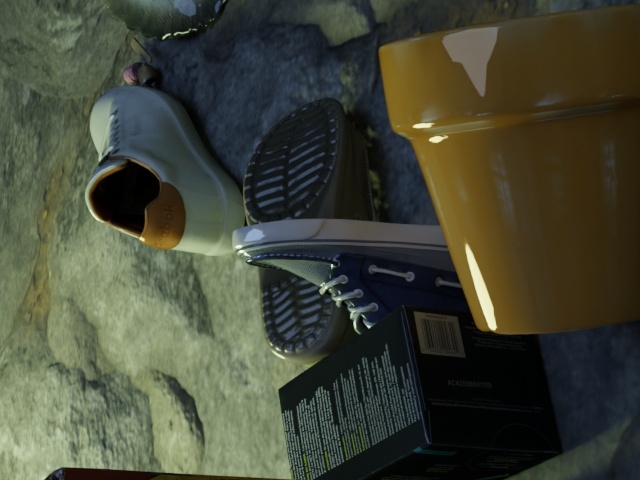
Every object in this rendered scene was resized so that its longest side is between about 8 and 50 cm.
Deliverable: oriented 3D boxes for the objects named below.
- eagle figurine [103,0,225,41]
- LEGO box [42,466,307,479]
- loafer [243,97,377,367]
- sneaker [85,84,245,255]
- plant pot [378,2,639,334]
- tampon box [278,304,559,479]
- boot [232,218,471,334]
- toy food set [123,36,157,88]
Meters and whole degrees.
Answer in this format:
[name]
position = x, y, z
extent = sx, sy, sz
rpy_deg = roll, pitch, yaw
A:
[eagle figurine]
position = -0.136, -0.355, 1.505
extent = 0.226, 0.225, 0.298
rpy_deg = -45, -6, -14
[LEGO box]
position = -0.119, 0.348, 1.112
extent = 0.500, 0.372, 0.193
rpy_deg = -41, 51, 44
[loafer]
position = 0.000, 0.000, 1.266
extent = 0.102, 0.092, 0.268
rpy_deg = -21, 47, 26
[sneaker]
position = -0.186, -0.080, 1.519
extent = 0.290, 0.123, 0.106
rpy_deg = 42, 124, 50
[plant pot]
position = 0.149, -0.043, 0.981
extent = 0.205, 0.205, 0.188
rpy_deg = -2, 97, 56
[tampon box]
position = 0.066, 0.127, 1.111
extent = 0.161, 0.120, 0.101
rpy_deg = -36, 54, 46
[boot]
position = 0.030, 0.032, 1.133
extent = 0.069, 0.190, 0.086
rpy_deg = 138, 133, -77
[toy food set]
position = -0.195, -0.149, 1.655
extent = 0.078, 0.019, 0.122
rpy_deg = 49, 130, 49
